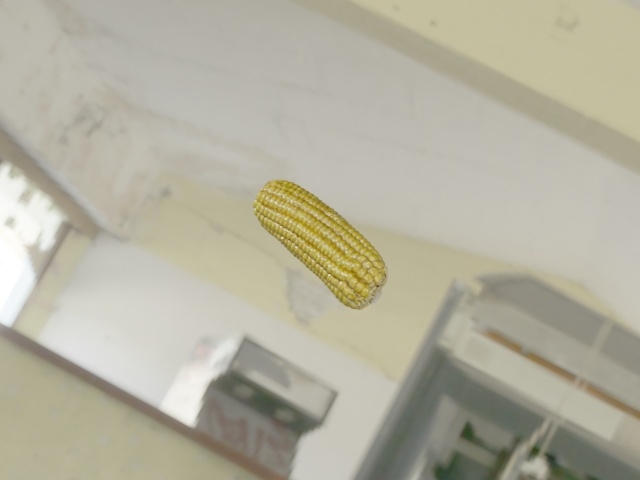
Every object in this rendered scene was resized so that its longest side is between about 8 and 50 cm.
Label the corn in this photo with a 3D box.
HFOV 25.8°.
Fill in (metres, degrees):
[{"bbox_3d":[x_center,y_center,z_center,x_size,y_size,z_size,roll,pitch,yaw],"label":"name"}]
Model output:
[{"bbox_3d":[0.000,0.000,0.770,0.092,0.037,0.037,40,-6,19],"label":"corn"}]
